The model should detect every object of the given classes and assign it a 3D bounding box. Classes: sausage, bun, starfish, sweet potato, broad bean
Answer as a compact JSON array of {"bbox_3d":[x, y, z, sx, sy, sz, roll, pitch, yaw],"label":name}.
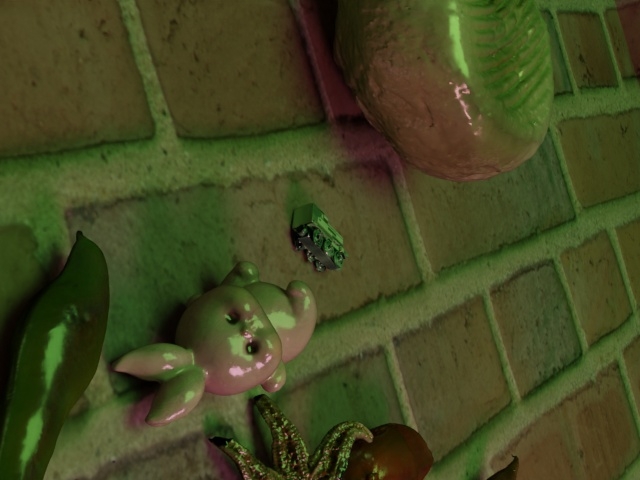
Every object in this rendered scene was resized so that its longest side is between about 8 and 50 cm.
[{"bbox_3d":[0.065,0.249,1.284,0.179,0.089,0.089,0,77,-62],"label":"sausage"},{"bbox_3d":[0.145,-0.243,1.492,0.349,0.227,0.352,-38,106,-57],"label":"bun"},{"bbox_3d":[-0.013,0.254,1.142,0.238,0.057,0.213,41,52,-10],"label":"starfish"},{"bbox_3d":[0.219,0.342,1.502,0.056,0.056,0.195,59,43,-23],"label":"sweet potato"},{"bbox_3d":[-0.216,0.133,0.905,0.075,0.067,0.325,19,58,-19],"label":"broad bean"}]

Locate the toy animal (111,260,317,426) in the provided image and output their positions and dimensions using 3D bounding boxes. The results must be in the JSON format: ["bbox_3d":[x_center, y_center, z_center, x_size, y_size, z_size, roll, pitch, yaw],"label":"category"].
[{"bbox_3d":[-0.085,0.097,1.073,0.212,0.124,0.124,-34,105,-62],"label":"toy animal"}]

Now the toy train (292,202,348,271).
[{"bbox_3d":[0.000,0.000,1.334,0.083,0.033,0.053,45,38,-40],"label":"toy train"}]
